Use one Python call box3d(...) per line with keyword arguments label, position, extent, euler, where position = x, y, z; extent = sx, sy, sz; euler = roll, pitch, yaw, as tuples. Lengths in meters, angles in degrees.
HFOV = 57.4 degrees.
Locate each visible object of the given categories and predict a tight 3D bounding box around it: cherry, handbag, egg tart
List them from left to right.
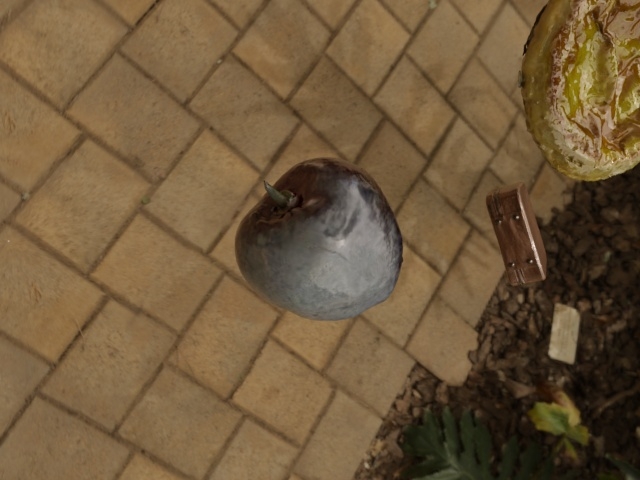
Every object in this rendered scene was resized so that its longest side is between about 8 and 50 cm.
box3d(label="cherry", position=(0.000, 0.000, 0.926), extent=(0.296, 0.218, 0.255), euler=(46, 70, -28))
box3d(label="handbag", position=(0.395, -0.020, 1.176), extent=(0.193, 0.072, 0.151), euler=(67, 28, -11))
box3d(label="egg tart", position=(0.427, -0.258, 0.905), extent=(0.341, 0.132, 0.341), euler=(-8, 114, -18))
